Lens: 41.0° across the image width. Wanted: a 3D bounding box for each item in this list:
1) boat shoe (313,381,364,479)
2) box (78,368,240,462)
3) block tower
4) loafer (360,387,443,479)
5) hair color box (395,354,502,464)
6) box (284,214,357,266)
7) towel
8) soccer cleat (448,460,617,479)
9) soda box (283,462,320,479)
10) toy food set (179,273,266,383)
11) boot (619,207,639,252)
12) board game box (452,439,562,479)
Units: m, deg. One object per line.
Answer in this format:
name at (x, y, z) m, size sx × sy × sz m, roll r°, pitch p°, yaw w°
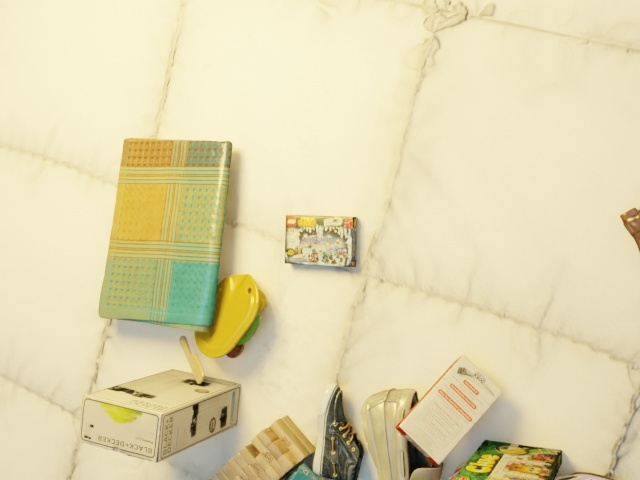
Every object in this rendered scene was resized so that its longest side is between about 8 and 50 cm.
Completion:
boat shoe at (0.041, 0.354, 1.569) m, size 0.083 × 0.065 × 0.183 m, roll 10°, pitch 102°, yaw 22°
box at (-0.286, 0.315, 1.577) m, size 0.169 × 0.290 × 0.087 m, roll 8°, pitch 95°, yaw 23°
block tower at (-0.164, 0.479, 1.638) m, size 0.335 × 0.091 × 0.097 m, roll -47°, pitch 74°, yaw 16°
loafer at (0.161, 0.416, 1.492) m, size 0.111 × 0.112 × 0.319 m, roll -19°, pitch 83°, yaw 30°
hair color box at (0.217, 0.287, 1.452) m, size 0.093 × 0.053 × 0.167 m, roll 44°, pitch 77°, yaw 8°
box at (0.000, 0.000, 1.594) m, size 0.137 × 0.027 × 0.093 m, roll 2°, pitch 91°, yaw 23°
towel at (-0.303, -0.016, 1.685) m, size 0.272 × 0.040 × 0.370 m, roll 5°, pitch 86°, yaw 27°
soccer cleat at (0.363, 0.434, 1.405) m, size 0.318 × 0.116 × 0.108 m, roll 5°, pitch 93°, yaw 22°
soda box at (0.008, 0.514, 1.554) m, size 0.210 × 0.071 × 0.067 m, roll 46°, pitch 121°, yaw 5°
toy food set at (-0.173, 0.164, 1.654) m, size 0.218 × 0.071 × 0.128 m, roll -51°, pitch 50°, yaw 13°
boot at (0.549, -0.012, 1.363) m, size 0.106 × 0.037 × 0.114 m, roll -32°, pitch 76°, yaw 33°
board game box at (0.298, 0.369, 1.354) m, size 0.136 × 0.260 × 0.030 m, roll 0°, pitch 92°, yaw 22°
